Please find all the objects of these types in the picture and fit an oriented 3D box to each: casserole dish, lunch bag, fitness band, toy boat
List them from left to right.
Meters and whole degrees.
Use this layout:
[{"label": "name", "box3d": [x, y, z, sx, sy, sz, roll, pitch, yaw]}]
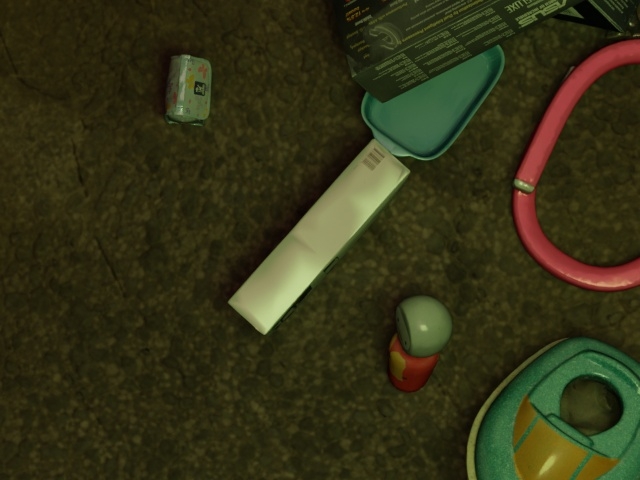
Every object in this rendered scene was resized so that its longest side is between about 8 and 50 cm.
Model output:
[{"label": "lunch bag", "box3d": [-0.148, -0.166, 1.945, 0.053, 0.083, 0.071, 4, 85, 1]}, {"label": "casserole dish", "box3d": [0.124, -0.171, 1.957, 0.114, 0.037, 0.188, 35, 80, 3]}, {"label": "toy boat", "box3d": [0.207, 0.177, 1.856, 0.318, 0.148, 0.267, 31, 59, 13]}, {"label": "fitness band", "box3d": [0.336, -0.084, 1.947, 0.209, 0.054, 0.290, 27, 87, 3]}]

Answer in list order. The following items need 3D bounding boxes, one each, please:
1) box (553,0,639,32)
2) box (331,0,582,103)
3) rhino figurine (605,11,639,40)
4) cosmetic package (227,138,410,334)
[{"label": "box", "box3d": [0.293, -0.349, 1.905, 0.153, 0.108, 0.207, 19, 81, 43]}, {"label": "box", "box3d": [0.153, -0.320, 1.857, 0.307, 0.076, 0.242, -27, 57, 20]}, {"label": "rhino figurine", "box3d": [0.430, -0.290, 1.952, 0.243, 0.073, 0.106, -8, 87, 0]}, {"label": "cosmetic package", "box3d": [0.000, 0.000, 1.923, 0.060, 0.099, 0.239, 42, 88, 1]}]
